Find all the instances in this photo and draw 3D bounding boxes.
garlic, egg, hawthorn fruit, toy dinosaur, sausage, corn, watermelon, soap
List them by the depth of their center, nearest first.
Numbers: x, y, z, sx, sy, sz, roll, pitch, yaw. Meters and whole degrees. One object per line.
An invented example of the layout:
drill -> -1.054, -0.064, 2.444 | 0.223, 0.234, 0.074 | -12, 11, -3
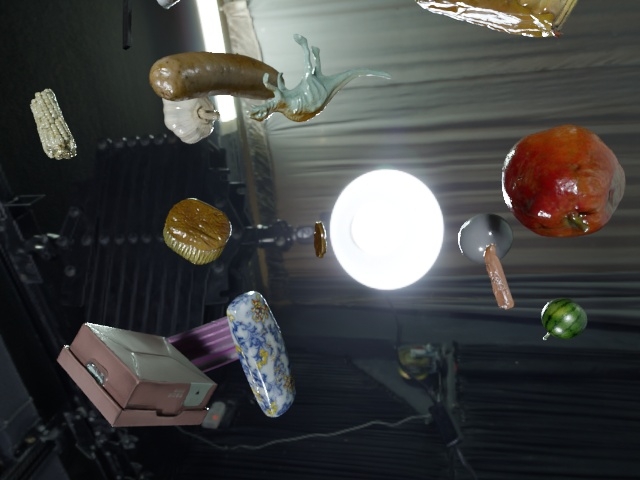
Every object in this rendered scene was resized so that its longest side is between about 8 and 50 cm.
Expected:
hawthorn fruit -> 0.471, -0.101, 0.905 | 0.261, 0.224, 0.224 | -63, -30, -55
sausage -> 0.413, 0.083, 1.088 | 0.036, 0.042, 0.158 | -16, -89, -50
watermelon -> 0.585, 0.191, 1.127 | 0.109, 0.108, 0.109 | 0, -90, -78
soap -> -0.293, 0.271, 1.180 | 0.122, 0.203, 0.066 | -127, 23, -56
toy dinosaur -> -0.008, -0.411, 1.198 | 0.092, 0.392, 0.206 | -157, 61, -63
corn -> -0.770, -0.330, 1.331 | 0.211, 0.087, 0.087 | 63, -169, 5
egg -> 0.481, -0.004, 1.368 | 0.199, 0.146, 0.147 | 85, -173, -81
sausage -> -0.277, -0.485, 1.383 | 0.500, 0.123, 0.136 | -22, -63, -50
garlic -> -0.402, -0.429, 1.542 | 0.199, 0.225, 0.199 | -13, -73, -48

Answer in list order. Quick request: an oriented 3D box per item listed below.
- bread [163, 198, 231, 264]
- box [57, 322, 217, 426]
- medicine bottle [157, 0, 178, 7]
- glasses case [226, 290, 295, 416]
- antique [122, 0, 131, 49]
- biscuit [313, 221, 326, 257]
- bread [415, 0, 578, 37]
bread -> -0.489, -0.036, 1.850 | 0.227, 0.253, 0.142 | -63, 5, -38
box -> -0.338, 0.251, 0.882 | 0.086, 0.215, 0.215 | -61, -34, -3
medicine bottle -> -0.458, -0.763, 1.437 | 0.057, 0.089, 0.057 | 36, -134, -50
glasses case -> -0.108, 0.217, 0.888 | 0.087, 0.065, 0.248 | -38, -64, -49
antique -> -0.587, -0.669, 1.414 | 0.015, 0.031, 0.192 | 11, -109, -52
biscuit -> 0.000, 0.000, 1.747 | 0.175, 0.026, 0.124 | 107, 154, -65
bread -> 0.233, -0.378, 0.637 | 0.274, 0.274, 0.149 | -52, -20, -71
